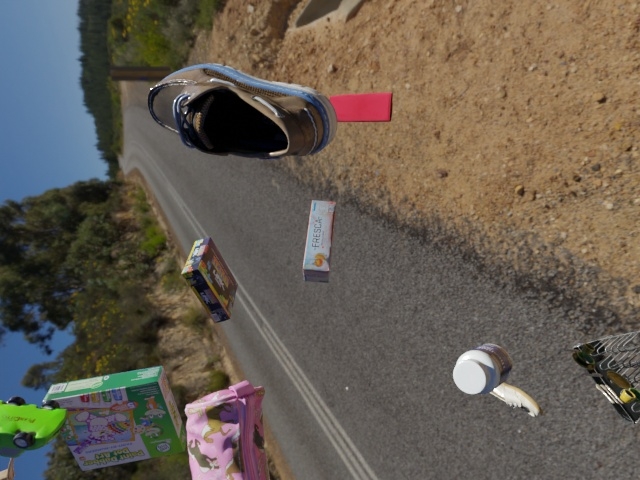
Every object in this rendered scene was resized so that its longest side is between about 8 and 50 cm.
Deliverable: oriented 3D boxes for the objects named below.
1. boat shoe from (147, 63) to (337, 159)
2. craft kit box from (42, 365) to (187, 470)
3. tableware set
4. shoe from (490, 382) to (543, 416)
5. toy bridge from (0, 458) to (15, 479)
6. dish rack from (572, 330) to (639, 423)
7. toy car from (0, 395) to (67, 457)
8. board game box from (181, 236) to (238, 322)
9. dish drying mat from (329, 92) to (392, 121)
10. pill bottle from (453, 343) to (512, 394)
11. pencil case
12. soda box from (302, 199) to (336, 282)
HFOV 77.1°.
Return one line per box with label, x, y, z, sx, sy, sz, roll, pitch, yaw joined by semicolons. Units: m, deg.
boat shoe;-0.081;-0.104;0.324;0.183;0.066;0.066;13;122;25
craft kit box;-0.473;0.426;0.954;0.061;0.250;0.247;-108;11;-60
tableware set;0.610;0.281;0.855;0.154;0.104;0.024;-107;30;-57
shoe;0.566;0.471;1.220;0.076;0.058;0.219;53;167;-28
toy bridge;-0.575;0.344;0.709;0.026;0.063;0.188;18;119;62
dish rack;0.733;0.306;0.912;0.208;0.074;0.271;60;172;19
toy car;-0.439;0.232;0.501;0.239;0.225;0.053;-92;13;-67
board game box;-0.274;0.100;1.020;0.141;0.048;0.170;-91;-17;-56
dish drying mat;0.047;-0.157;0.475;0.083;0.008;0.032;11;105;33
pill bottle;0.259;0.207;0.644;0.067;0.120;0.067;-3;85;39
pencil case;-0.152;0.466;0.728;0.160;0.167;0.386;59;-164;-70
soda box;0.000;0.000;0.901;0.063;0.058;0.183;88;-172;-59
